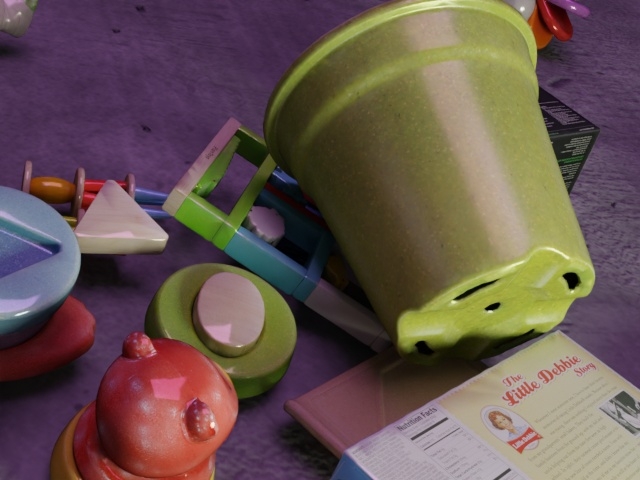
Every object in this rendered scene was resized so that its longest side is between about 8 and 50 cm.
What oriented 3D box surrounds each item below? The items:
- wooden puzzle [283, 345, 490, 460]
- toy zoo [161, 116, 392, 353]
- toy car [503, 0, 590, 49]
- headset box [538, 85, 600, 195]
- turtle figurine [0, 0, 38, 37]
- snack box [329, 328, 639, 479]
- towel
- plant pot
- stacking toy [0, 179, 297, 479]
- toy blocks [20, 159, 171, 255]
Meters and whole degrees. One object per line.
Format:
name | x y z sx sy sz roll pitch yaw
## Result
wooden puzzle | 0.114 0.176 0.824 0.221 0.044 0.239 38 33 27
toy zoo | 0.000 0.000 0.972 0.293 0.030 0.192 34 29 -6
toy car | 0.416 -0.424 1.724 0.159 0.182 0.136 6 37 -46
headset box | 0.157 -0.149 1.231 0.246 0.131 0.283 -12 44 -38
turtle figurine | -0.466 -0.335 1.097 0.266 0.198 0.274 1 76 -54
snack box | 0.172 0.183 0.741 0.187 0.060 0.322 39 34 27
towel | -0.026 -0.015 1.035 0.067 0.029 0.119 20 31 -10
plant pot | 0.113 -0.036 0.877 0.276 0.276 0.253 -1 55 -28
stacking toy | -0.151 0.039 0.750 0.309 0.130 0.279 37 41 11
toy blocks | -0.212 -0.023 0.933 0.148 0.054 0.123 7 34 -19
